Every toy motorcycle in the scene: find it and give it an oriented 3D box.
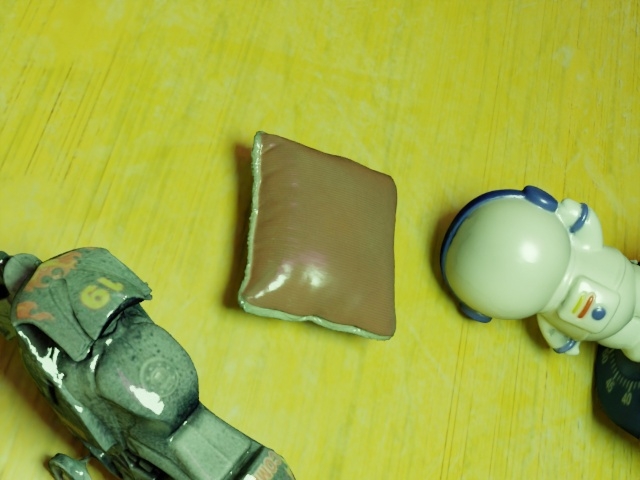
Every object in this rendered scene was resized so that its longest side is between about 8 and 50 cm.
[{"bbox_3d":[-0.143,0.112,0.670,0.307,0.173,0.108,49,52,-6],"label":"toy motorcycle"}]

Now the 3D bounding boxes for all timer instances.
[{"bbox_3d":[0.309,0.061,0.971,0.383,0.270,0.270,25,59,-8],"label":"timer"}]

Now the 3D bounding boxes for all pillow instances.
[{"bbox_3d":[0.000,0.000,0.869,0.171,0.075,0.179,16,63,-28],"label":"pillow"}]
